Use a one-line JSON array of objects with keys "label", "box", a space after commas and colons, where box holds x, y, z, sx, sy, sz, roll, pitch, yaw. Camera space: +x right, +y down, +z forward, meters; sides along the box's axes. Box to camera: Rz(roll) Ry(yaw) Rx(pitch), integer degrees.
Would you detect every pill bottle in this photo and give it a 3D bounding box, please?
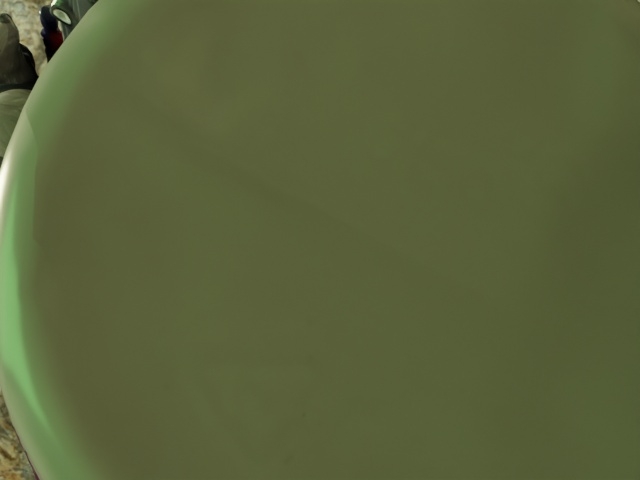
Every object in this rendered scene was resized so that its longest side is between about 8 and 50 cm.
[{"label": "pill bottle", "box": [-0.003, 0.031, 0.525, 0.301, 0.169, 0.169, 121, 148, -77]}]

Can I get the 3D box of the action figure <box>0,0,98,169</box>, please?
[{"label": "action figure", "box": [-0.126, -0.044, 1.103, 0.330, 0.178, 0.341, 37, 155, 29]}]
